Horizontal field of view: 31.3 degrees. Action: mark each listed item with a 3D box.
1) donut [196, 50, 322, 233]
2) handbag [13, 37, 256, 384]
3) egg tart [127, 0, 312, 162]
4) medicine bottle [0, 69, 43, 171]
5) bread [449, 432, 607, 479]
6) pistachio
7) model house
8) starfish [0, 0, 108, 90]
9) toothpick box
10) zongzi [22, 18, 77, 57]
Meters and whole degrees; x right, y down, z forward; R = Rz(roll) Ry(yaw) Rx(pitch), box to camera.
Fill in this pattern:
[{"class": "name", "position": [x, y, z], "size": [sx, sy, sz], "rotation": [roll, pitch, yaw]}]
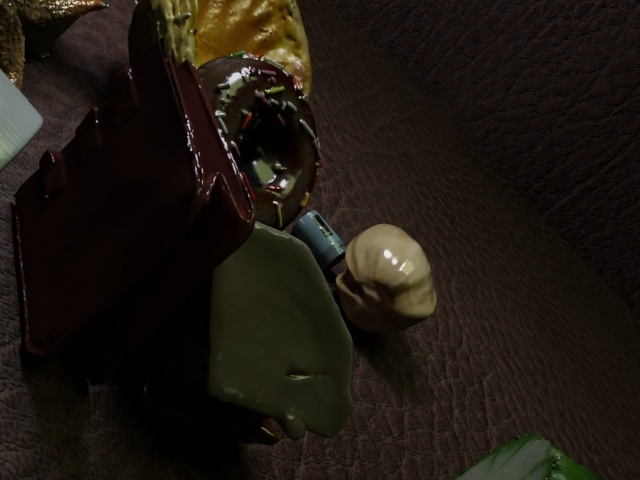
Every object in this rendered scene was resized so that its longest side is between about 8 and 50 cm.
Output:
[{"class": "donut", "position": [-0.098, -0.119, 1.526], "size": [0.270, 0.103, 0.269], "rotation": [-5, 96, -49]}, {"class": "handbag", "position": [-0.194, -0.033, 1.110], "size": [0.084, 0.260, 0.275], "rotation": [29, 25, -38]}, {"class": "egg tart", "position": [-0.157, -0.277, 1.678], "size": [0.388, 0.169, 0.388], "rotation": [7, 82, -59]}, {"class": "medicine bottle", "position": [-0.398, -0.143, 0.908], "size": [0.306, 0.245, 0.245], "rotation": [49, 18, -19]}, {"class": "bread", "position": [0.085, 0.314, 0.876], "size": [0.129, 0.366, 0.382], "rotation": [47, -13, -1]}, {"class": "pistachio", "position": [0.103, 0.055, 1.726], "size": [0.157, 0.157, 0.229], "rotation": [44, 15, -12]}, {"class": "model house", "position": [-0.102, 0.091, 1.180], "size": [0.199, 0.219, 0.229], "rotation": [20, -12, -38]}, {"class": "starfish", "position": [-0.370, -0.254, 1.364], "size": [0.138, 0.050, 0.247], "rotation": [54, 55, -33]}, {"class": "toothpick box", "position": [0.000, 0.000, 1.770], "size": [0.083, 0.052, 0.052], "rotation": [50, 19, 12]}, {"class": "zongzi", "position": [-0.375, -0.516, 1.540], "size": [0.447, 0.418, 0.181], "rotation": [52, -5, 17]}]
